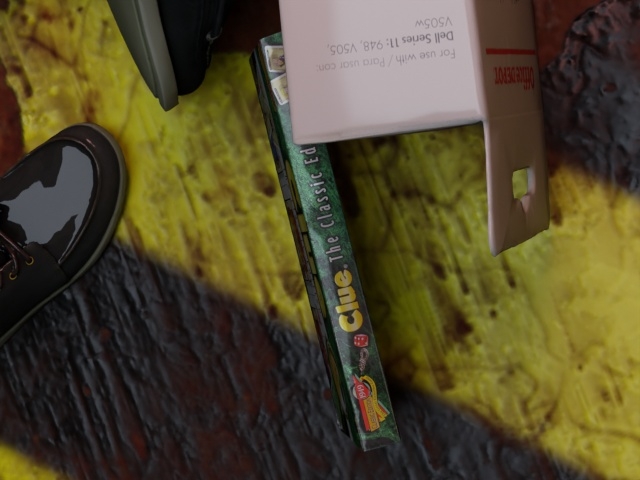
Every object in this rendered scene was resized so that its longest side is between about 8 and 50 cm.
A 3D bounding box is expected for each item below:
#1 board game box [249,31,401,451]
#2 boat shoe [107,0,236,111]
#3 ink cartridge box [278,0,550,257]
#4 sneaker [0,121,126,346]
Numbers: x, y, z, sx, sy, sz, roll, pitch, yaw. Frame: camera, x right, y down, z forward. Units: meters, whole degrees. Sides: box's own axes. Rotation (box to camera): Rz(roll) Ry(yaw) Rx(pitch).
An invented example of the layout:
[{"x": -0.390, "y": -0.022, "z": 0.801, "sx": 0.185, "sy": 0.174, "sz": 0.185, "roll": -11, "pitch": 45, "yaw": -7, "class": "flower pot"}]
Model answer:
[{"x": 0.000, "y": 0.000, "z": 1.207, "sx": 0.030, "sy": 0.136, "sz": 0.259, "roll": -14, "pitch": 90, "yaw": -7, "class": "board game box"}, {"x": -0.081, "y": -0.184, "z": 1.140, "sx": 0.113, "sy": 0.340, "sz": 0.127, "roll": -26, "pitch": 68, "yaw": -7, "class": "boat shoe"}, {"x": 0.052, "y": -0.168, "z": 1.133, "sx": 0.119, "sy": 0.207, "sz": 0.353, "roll": -5, "pitch": 93, "yaw": 16, "class": "ink cartridge box"}, {"x": -0.223, "y": 0.015, "z": 1.290, "sx": 0.083, "sy": 0.118, "sz": 0.222, "roll": 42, "pitch": 106, "yaw": 10, "class": "sneaker"}]
